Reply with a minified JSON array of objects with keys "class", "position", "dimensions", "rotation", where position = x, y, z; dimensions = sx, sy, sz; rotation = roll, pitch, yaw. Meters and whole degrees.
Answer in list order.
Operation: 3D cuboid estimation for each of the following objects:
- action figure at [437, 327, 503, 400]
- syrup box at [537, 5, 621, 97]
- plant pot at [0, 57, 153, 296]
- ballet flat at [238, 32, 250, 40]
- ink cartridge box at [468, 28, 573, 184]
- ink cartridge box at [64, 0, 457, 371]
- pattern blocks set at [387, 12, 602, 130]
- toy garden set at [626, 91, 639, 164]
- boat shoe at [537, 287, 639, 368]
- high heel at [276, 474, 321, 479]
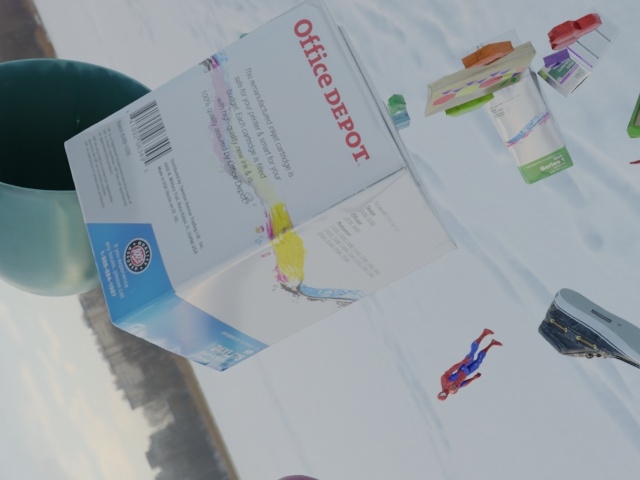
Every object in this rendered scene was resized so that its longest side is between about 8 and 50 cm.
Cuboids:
[{"class":"action figure","position":[0.193,0.167,1.084],"dimensions":[0.038,0.115,0.030],"rotation":[53,165,-28]},{"class":"syrup box","position":[0.603,-0.440,1.916],"dimensions":[0.096,0.237,0.093],"rotation":[41,140,3]},{"class":"plant pot","position":[-0.355,-0.068,1.110],"dimensions":[0.293,0.293,0.235],"rotation":[57,145,38]},{"class":"ballet flat","position":[-0.164,-0.262,1.482],"dimensions":[0.087,0.247,0.083],"rotation":[21,-173,-35]},{"class":"ink cartridge box","position":[0.445,-0.298,1.836],"dimensions":[0.278,0.117,0.201],"rotation":[51,-155,-36]},{"class":"ink cartridge box","position":[-0.050,-0.041,0.759],"dimensions":[0.197,0.270,0.198],"rotation":[44,-159,-60]},{"class":"pattern blocks set","position":[0.249,-0.253,1.292],"dimensions":[0.285,0.324,0.026],"rotation":[117,133,-78]},{"class":"toy garden set","position":[0.457,-0.149,0.914],"dimensions":[0.244,0.204,0.049],"rotation":[-4,136,42]},{"class":"boat shoe","position":[0.419,0.153,1.237],"dimensions":[0.183,0.065,0.083],"rotation":[36,126,23]},{"class":"high heel","position":[-0.093,0.482,1.426],"dimensions":[0.181,0.377,0.127],"rotation":[167,107,-73]}]
